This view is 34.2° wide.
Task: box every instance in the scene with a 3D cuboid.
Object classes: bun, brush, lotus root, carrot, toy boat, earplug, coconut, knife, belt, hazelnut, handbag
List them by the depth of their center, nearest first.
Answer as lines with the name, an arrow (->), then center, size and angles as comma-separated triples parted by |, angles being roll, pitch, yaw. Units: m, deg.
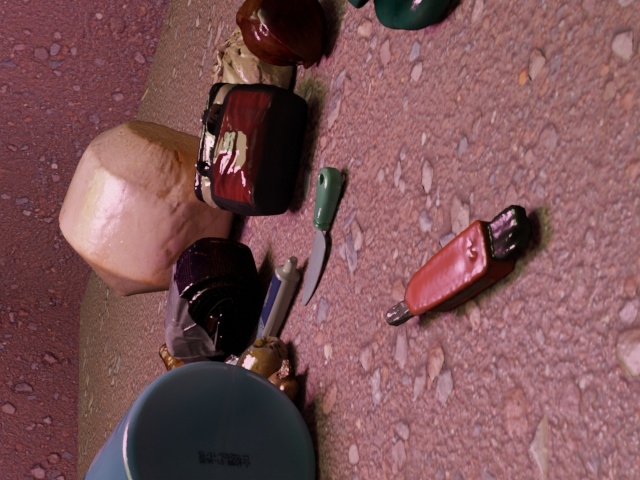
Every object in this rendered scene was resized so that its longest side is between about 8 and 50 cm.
brush -> 0.167, 0.044, 1.300 | 0.323, 0.051, 0.070 | -42, 49, 55
earplug -> 0.089, -0.423, 1.552 | 0.164, 0.280, 0.257 | -55, -11, 11
knife -> 0.001, 0.000, 1.805 | 0.063, 0.034, 0.260 | -139, 55, -60
lotus root -> -0.072, 0.270, 1.821 | 0.072, 0.063, 0.152 | -96, 19, -60
lotus root -> -0.118, 0.260, 1.908 | 0.192, 0.088, 0.113 | -68, -8, 28
hazelnut -> -0.075, -0.407, 1.976 | 0.202, 0.170, 0.161 | -97, 22, -63
handbag -> -0.146, -0.177, 1.998 | 0.181, 0.181, 0.255 | 11, 95, 30
belt -> -0.220, 0.143, 2.114 | 0.164, 0.184, 0.289 | -109, 29, -44
toy boat -> -0.185, 0.289, 2.136 | 0.066, 0.059, 0.140 | 53, 132, 25
bun -> -0.156, -0.352, 2.209 | 0.259, 0.152, 0.259 | -171, 90, -68
carrot -> -0.277, 0.310, 2.266 | 0.260, 0.070, 0.070 | 46, 126, 44
coconut -> -0.392, -0.055, 2.377 | 0.344, 0.415, 0.415 | -50, -21, -69

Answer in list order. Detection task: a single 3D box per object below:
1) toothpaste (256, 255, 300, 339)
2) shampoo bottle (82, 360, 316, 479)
toothpaste -> -0.087, 0.133, 1.956 | 0.069, 0.047, 0.268 | 60, 142, 42
shampoo bottle -> -0.214, 0.414, 1.751 | 0.343, 0.331, 0.331 | 128, 146, -51
